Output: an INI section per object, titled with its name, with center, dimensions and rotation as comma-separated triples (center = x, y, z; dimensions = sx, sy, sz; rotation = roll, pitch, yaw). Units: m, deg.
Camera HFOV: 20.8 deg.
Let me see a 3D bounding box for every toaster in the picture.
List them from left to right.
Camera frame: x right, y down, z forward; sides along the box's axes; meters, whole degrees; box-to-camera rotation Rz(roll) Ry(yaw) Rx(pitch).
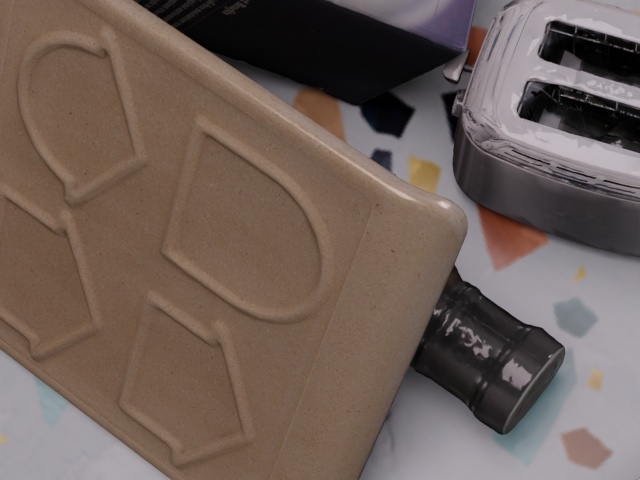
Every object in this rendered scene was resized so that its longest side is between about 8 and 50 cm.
[toaster]
center = 0.189, -0.069, 1.111
dimensions = 0.227, 0.146, 0.129
rotation = 19, 79, 12

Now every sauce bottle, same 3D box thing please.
[sauce bottle]
center = 0.000, 0.000, 1.136
dimensions = 0.344, 0.111, 0.111
rotation = 35, 82, 17

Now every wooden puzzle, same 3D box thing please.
[wooden puzzle]
center = -0.095, -0.001, 1.085
dimensions = 0.348, 0.322, 0.080
rotation = 31, 43, 13

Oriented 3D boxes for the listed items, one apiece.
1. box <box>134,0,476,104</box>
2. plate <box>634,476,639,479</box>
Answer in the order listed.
[box]
center = -0.037, -0.282, 1.123
dimensions = 0.294, 0.183, 0.296
rotation = 18, 76, -21
[plate]
center = 0.228, 0.220, 1.005
dimensions = 0.188, 0.024, 0.188
rotation = 0, 86, 5
